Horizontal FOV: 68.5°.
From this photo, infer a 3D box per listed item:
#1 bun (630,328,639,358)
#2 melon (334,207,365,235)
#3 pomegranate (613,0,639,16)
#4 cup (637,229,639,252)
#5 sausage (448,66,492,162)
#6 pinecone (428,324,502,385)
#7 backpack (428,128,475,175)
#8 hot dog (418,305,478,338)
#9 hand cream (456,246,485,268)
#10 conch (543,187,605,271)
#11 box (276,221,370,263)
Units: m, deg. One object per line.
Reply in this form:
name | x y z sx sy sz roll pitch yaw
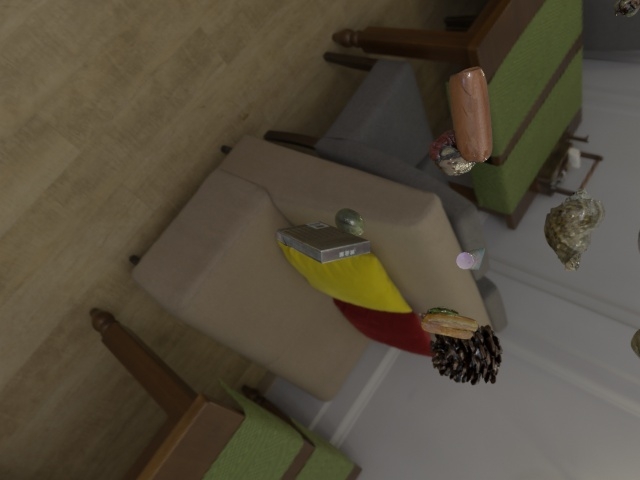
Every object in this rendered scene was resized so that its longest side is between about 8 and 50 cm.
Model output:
bun | 1.158 0.377 1.601 0.113 0.167 0.173 -44 169 -27
melon | 0.114 -0.069 1.820 0.098 0.131 0.098 -42 159 -20
pomegranate | 0.933 -0.754 1.353 0.211 0.179 0.179 -24 143 18
cup | 1.046 0.017 1.321 0.371 0.253 0.253 -17 124 -64
sausage | 0.491 -0.400 1.530 0.121 0.121 0.304 -26 110 -37
pinecone | 0.525 0.409 1.685 0.273 0.224 0.224 -5 118 -14
backpack | 0.509 -0.341 1.711 0.229 0.138 0.229 -14 154 -7
hot dog | 0.265 0.168 0.969 0.133 0.041 0.056 13 132 -10
hand cream | 0.644 0.078 1.985 0.312 0.070 0.111 3 103 -62
conch | 0.858 -0.045 1.634 0.210 0.159 0.291 110 6 -80
box | 0.001 0.000 1.555 0.180 0.325 0.047 -12 108 -27
